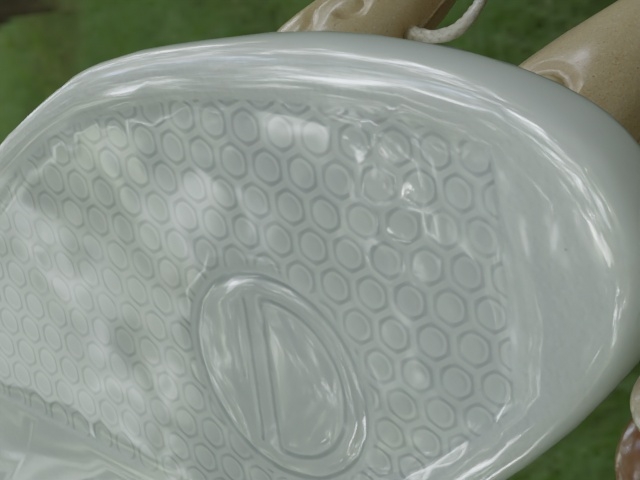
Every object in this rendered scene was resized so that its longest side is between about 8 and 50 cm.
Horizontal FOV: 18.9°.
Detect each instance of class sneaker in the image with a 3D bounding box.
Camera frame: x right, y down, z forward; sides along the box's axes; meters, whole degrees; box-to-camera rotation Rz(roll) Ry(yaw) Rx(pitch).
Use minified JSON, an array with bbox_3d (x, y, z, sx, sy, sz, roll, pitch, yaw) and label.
[{"bbox_3d":[0.000,0.000,0.452,0.296,0.147,0.104,-20,95,54],"label":"sneaker"}]

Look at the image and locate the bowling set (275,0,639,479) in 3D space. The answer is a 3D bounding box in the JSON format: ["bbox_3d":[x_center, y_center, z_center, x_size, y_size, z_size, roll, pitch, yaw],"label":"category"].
[{"bbox_3d":[0.128,-0.011,0.666,0.287,0.154,0.200,32,156,45],"label":"bowling set"}]
